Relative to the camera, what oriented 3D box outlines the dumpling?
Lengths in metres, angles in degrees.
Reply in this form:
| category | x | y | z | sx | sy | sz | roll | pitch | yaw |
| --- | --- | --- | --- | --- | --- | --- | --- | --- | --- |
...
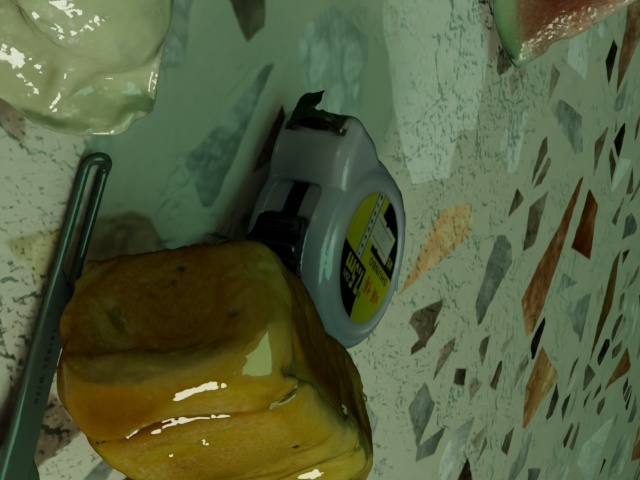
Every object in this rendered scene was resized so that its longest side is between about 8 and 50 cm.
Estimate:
| category | x | y | z | sx | sy | sz | roll | pitch | yaw |
| --- | --- | --- | --- | --- | --- | --- | --- | --- | --- |
| dumpling | -0.149 | -0.151 | 0.498 | 0.134 | 0.100 | 0.169 | -4 | 137 | -21 |

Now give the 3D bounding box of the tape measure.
| category | x | y | z | sx | sy | sz | roll | pitch | yaw |
| --- | --- | --- | --- | --- | --- | --- | --- | --- | --- |
| tape measure | -0.002 | 0.002 | 0.783 | 0.178 | 0.105 | 0.196 | -66 | 150 | -25 |

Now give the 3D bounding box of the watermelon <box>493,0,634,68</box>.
| category | x | y | z | sx | sy | sz | roll | pitch | yaw |
| --- | --- | --- | --- | --- | --- | --- | --- | --- | --- |
| watermelon | 0.282 | -0.321 | 1.031 | 0.207 | 0.202 | 0.136 | 55 | 20 | -55 |

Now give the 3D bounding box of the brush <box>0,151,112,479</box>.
| category | x | y | z | sx | sy | sz | roll | pitch | yaw |
| --- | --- | --- | --- | --- | --- | --- | --- | --- | --- |
| brush | -0.185 | 0.068 | 0.601 | 0.062 | 0.027 | 0.266 | 22 | 82 | -59 |

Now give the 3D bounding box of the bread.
| category | x | y | z | sx | sy | sz | roll | pitch | yaw |
| --- | --- | --- | --- | --- | --- | --- | --- | --- | --- |
| bread | -0.064 | 0.117 | 0.665 | 0.294 | 0.166 | 0.132 | 62 | 13 | -54 |
